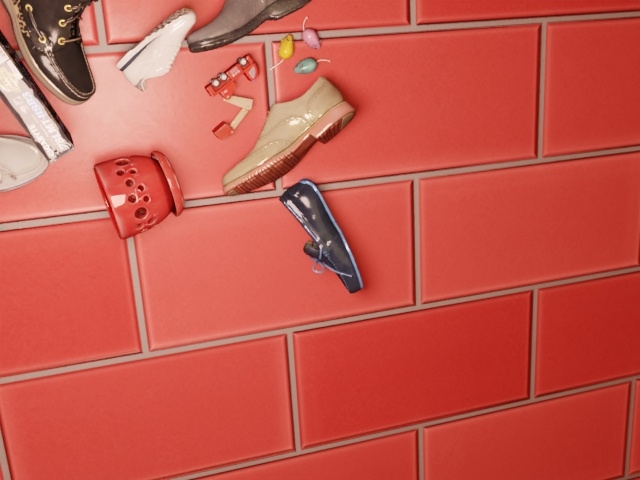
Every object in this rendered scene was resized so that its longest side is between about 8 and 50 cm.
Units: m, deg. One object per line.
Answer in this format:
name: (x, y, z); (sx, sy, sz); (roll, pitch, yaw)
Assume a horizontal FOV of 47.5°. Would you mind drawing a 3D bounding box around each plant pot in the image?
plant pot: (-0.434, -0.120, 1.755); (0.174, 0.191, 0.191); (-24, 111, -18)

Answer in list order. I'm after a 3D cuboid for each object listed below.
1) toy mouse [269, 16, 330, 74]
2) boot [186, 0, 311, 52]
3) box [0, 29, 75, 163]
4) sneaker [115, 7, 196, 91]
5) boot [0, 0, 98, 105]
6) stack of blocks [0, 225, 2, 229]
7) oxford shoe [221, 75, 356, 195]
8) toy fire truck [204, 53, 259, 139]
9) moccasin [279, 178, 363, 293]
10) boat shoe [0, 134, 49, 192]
toy mouse: (-0.034, -0.481, 1.859); (0.143, 0.031, 0.161); (20, 98, -22)
boot: (-0.207, -0.605, 1.742); (0.338, 0.118, 0.223); (-30, 105, -14)
box: (-0.644, -0.321, 1.569); (0.073, 0.295, 0.293); (-32, 113, -9)
sneaker: (-0.371, -0.451, 1.714); (0.235, 0.090, 0.095); (-33, 113, 21)
boot: (-0.527, -0.504, 1.574); (0.284, 0.138, 0.378); (-14, 107, 26)
stack of blocks: (-0.869, -0.095, 1.635); (0.297, 0.087, 0.171); (49, 56, -23)
oxford shoe: (-0.105, -0.262, 1.870); (0.397, 0.140, 0.147); (-35, 82, 0)
toy fire truck: (-0.217, -0.360, 1.828); (0.192, 0.047, 0.135); (-39, 113, -5)
moccasin: (0.000, 0.000, 1.972); (0.116, 0.138, 0.342); (-29, 98, -3)
boat shoe: (-0.754, -0.180, 1.584); (0.367, 0.156, 0.136); (-8, 87, -42)
